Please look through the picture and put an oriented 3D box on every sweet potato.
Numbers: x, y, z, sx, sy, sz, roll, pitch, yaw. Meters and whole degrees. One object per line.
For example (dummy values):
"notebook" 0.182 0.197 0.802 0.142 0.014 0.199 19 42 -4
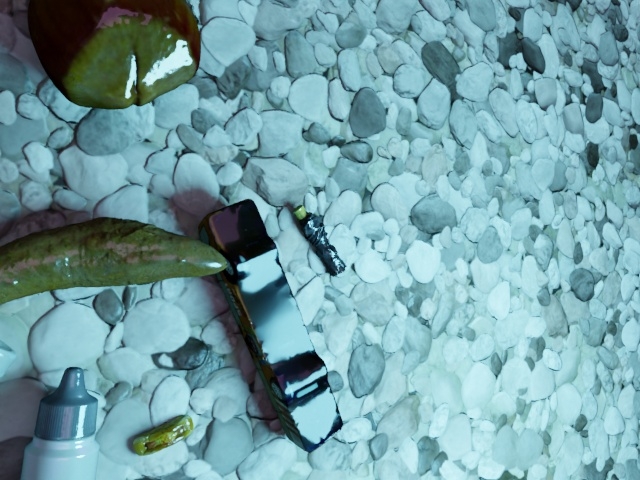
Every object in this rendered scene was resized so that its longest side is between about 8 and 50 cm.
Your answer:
"sweet potato" -0.304 0.024 0.688 0.342 0.092 0.113 -9 61 -21

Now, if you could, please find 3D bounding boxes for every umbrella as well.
"umbrella" 0.000 0.000 0.888 0.040 0.037 0.143 -37 108 -11

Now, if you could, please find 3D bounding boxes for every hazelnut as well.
"hazelnut" -0.275 -0.281 0.689 0.212 0.181 0.181 -14 123 -27

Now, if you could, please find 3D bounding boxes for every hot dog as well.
"hot dog" -0.229 0.290 0.750 0.090 0.034 0.030 -19 98 -29

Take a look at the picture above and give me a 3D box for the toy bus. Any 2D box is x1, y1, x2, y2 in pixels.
"toy bus" -0.077 0.137 0.808 0.093 0.092 0.408 -25 100 -30

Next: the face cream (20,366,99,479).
"face cream" -0.341 0.322 0.656 0.092 0.092 0.310 7 84 -28

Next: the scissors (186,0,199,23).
"scissors" -0.280 -0.458 0.762 0.109 0.022 0.300 -43 104 -26

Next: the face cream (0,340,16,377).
"face cream" -0.480 0.229 0.589 0.082 0.082 0.268 40 69 -21
